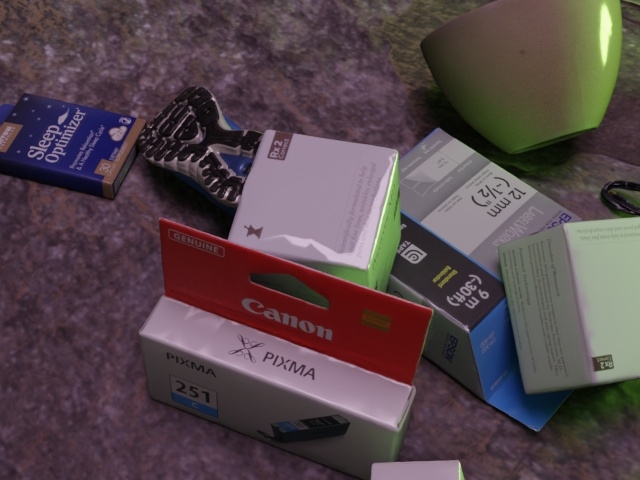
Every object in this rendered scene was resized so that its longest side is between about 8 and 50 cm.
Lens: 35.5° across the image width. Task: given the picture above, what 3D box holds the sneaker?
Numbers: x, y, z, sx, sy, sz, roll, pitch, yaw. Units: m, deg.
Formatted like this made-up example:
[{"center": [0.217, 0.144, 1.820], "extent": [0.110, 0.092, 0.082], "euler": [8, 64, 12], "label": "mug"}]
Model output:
[{"center": [-0.128, -0.094, 1.339], "extent": [0.130, 0.147, 0.330], "euler": [-44, 45, -6], "label": "sneaker"}]

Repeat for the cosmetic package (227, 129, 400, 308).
[{"center": [0.000, 0.000, 1.096], "extent": [0.151, 0.184, 0.151], "euler": [10, 62, 10], "label": "cosmetic package"}]

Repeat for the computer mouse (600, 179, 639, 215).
[{"center": [0.481, -0.005, 1.370], "extent": [0.071, 0.041, 0.242], "euler": [-39, 55, -4], "label": "computer mouse"}]

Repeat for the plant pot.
[{"center": [0.305, -0.232, 1.423], "extent": [0.284, 0.284, 0.191], "euler": [-17, 88, -19], "label": "plant pot"}]

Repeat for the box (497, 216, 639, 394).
[{"center": [0.322, 0.074, 1.153], "extent": [0.180, 0.119, 0.182], "euler": [-3, 79, -31], "label": "box"}]

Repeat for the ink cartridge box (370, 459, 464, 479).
[{"center": [0.106, 0.297, 1.007], "extent": [0.089, 0.143, 0.092], "euler": [-5, 47, 14], "label": "ink cartridge box"}]

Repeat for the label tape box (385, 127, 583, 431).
[{"center": [0.202, 0.037, 1.252], "extent": [0.347, 0.115, 0.249], "euler": [35, 55, 24], "label": "label tape box"}]

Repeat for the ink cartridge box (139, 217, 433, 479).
[{"center": [-0.046, 0.125, 1.052], "extent": [0.296, 0.261, 0.066], "euler": [18, 51, 11], "label": "ink cartridge box"}]

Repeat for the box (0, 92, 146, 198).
[{"center": [-0.372, -0.138, 1.401], "extent": [0.225, 0.037, 0.136], "euler": [12, 49, 7], "label": "box"}]
